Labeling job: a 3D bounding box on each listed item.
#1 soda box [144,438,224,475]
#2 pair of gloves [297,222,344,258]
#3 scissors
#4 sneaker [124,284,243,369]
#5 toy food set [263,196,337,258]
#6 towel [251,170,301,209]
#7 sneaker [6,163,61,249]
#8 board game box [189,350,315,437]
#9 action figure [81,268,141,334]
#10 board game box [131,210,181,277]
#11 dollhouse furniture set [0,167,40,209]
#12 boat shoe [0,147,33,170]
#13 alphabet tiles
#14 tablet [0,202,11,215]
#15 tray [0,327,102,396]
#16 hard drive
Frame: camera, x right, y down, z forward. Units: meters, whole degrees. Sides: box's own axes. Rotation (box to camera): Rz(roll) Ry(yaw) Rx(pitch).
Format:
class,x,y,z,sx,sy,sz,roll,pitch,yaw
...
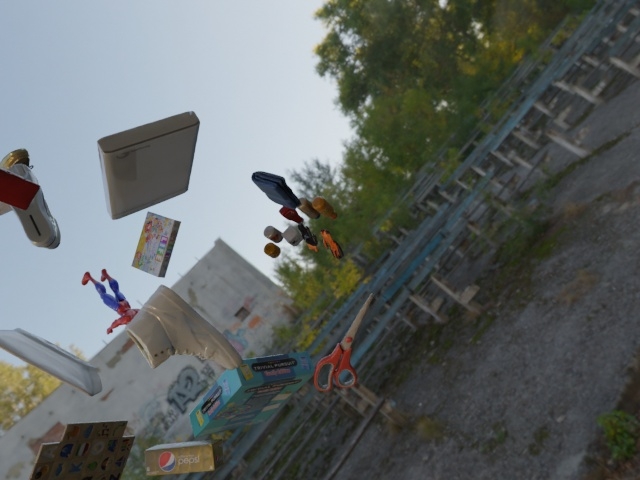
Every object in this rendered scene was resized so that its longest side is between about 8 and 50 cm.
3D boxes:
class,x,y,z,sx,sy,sz,roll,pitch,yaw
soda box,-0.329,0.525,1.213,0.182,0.061,0.058,-10,-11,11
pair of gloves,0.000,0.000,0.825,0.010,0.083,0.074,-53,-39,-23
scissors,0.051,0.245,1.179,0.021,0.109,0.296,-96,12,-61
sneaker,-0.346,0.268,1.252,0.169,0.292,0.108,-53,13,-29
toy food set,-0.068,-0.039,1.479,0.232,0.111,0.104,-47,-36,5
towel,-0.083,-0.096,0.952,0.029,0.067,0.119,-67,-20,-9
sneaker,-0.786,-0.085,1.362,0.094,0.257,0.091,-22,-15,-15
board game box,-0.207,0.458,1.492,0.254,0.079,0.336,3,-42,-40
action figure,-0.580,0.211,1.434,0.092,0.281,0.138,-13,-51,-51
board game box,-0.430,0.010,1.308,0.026,0.104,0.153,17,-91,-62
dollhouse furniture set,-0.764,-0.099,0.951,0.374,0.152,0.201,30,-86,-48
boat shoe,-1.153,-0.238,1.900,0.285,0.089,0.105,-43,-6,41
alphabet tiles,-0.752,0.714,1.584,0.343,0.011,0.284,28,-102,-57
tablet,-0.867,-0.093,1.339,0.083,0.054,0.006,-36,15,-36
tray,-0.365,0.165,0.694,0.030,0.145,0.270,-62,11,-23
hard drive,-0.437,-0.181,1.283,0.233,0.047,0.353,-27,-12,-27
